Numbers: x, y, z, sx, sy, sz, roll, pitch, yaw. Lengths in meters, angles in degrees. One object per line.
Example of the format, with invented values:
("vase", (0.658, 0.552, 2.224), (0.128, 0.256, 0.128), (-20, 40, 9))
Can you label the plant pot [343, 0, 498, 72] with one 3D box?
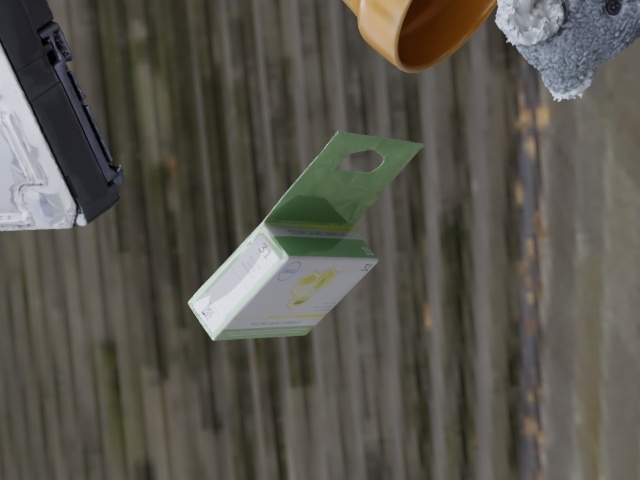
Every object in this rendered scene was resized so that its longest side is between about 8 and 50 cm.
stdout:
("plant pot", (0.077, -0.307, 1.796), (0.188, 0.205, 0.205), (40, 156, 21))

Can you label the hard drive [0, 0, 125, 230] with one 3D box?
("hard drive", (-0.320, -0.117, 1.376), (0.064, 0.339, 0.237), (-42, -60, -40))

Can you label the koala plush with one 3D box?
("koala plush", (0.217, -0.227, 1.399), (0.221, 0.203, 0.196), (-65, -22, -1))

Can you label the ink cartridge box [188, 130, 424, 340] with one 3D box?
("ink cartridge box", (0.000, 0.000, 1.715), (0.056, 0.235, 0.171), (53, -156, 21))
